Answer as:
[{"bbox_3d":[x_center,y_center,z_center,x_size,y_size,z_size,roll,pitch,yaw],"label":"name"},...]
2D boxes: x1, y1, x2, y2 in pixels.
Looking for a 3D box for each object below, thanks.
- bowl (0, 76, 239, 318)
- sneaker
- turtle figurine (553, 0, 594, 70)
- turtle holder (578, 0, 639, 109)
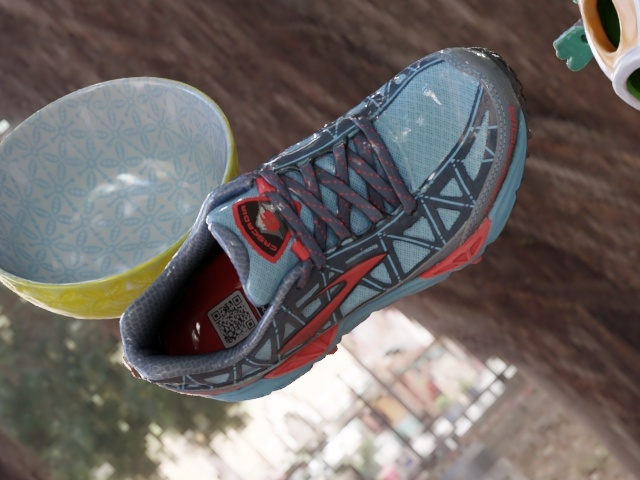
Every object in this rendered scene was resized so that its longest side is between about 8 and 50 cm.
[{"bbox_3d":[-0.205,-0.015,1.694,0.289,0.289,0.156,-44,-40,-20],"label":"bowl"},{"bbox_3d":[0.000,0.000,0.849,0.262,0.104,0.125,-44,-20,18],"label":"sneaker"},{"bbox_3d":[0.321,-0.235,1.553,0.234,0.175,0.118,-53,-29,-38],"label":"turtle figurine"},{"bbox_3d":[0.342,-0.192,1.254,0.243,0.320,0.227,-14,53,55],"label":"turtle holder"}]
